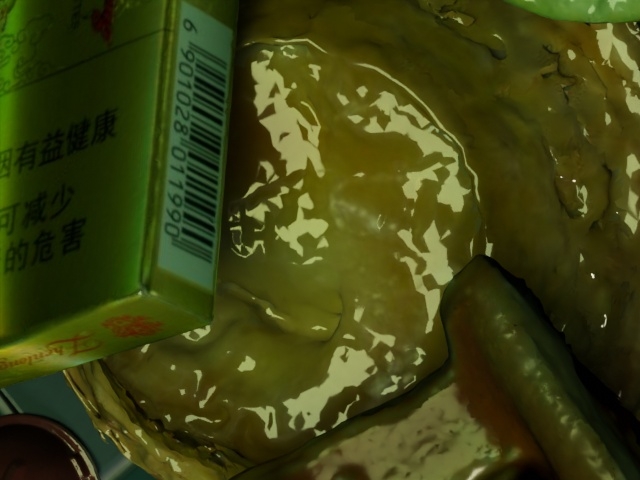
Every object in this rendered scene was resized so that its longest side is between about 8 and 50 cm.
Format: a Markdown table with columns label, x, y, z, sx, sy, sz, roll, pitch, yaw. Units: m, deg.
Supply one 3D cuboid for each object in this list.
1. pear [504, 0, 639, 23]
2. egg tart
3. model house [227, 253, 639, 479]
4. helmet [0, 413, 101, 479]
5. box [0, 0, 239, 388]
| label | x | y | z | sx | sy | sz | roll | pitch | yaw |
| --- | --- | --- | --- | --- | --- | --- | --- | --- | --- |
| pear | 0.126 | -0.209 | 0.796 | 0.288 | 0.139 | 0.239 | 20 | 106 | 12 |
| egg tart | 0.002 | -0.004 | 0.872 | 0.341 | 0.129 | 0.341 | 2 | 97 | 17 |
| model house | 0.059 | 0.185 | 0.764 | 0.239 | 0.173 | 0.268 | -34 | 73 | 7 |
| helmet | -0.155 | 0.145 | 0.978 | 0.089 | 0.057 | 0.111 | 0 | 96 | 17 |
| box | -0.106 | -0.095 | 0.841 | 0.173 | 0.043 | 0.311 | -18 | 59 | 38 |
